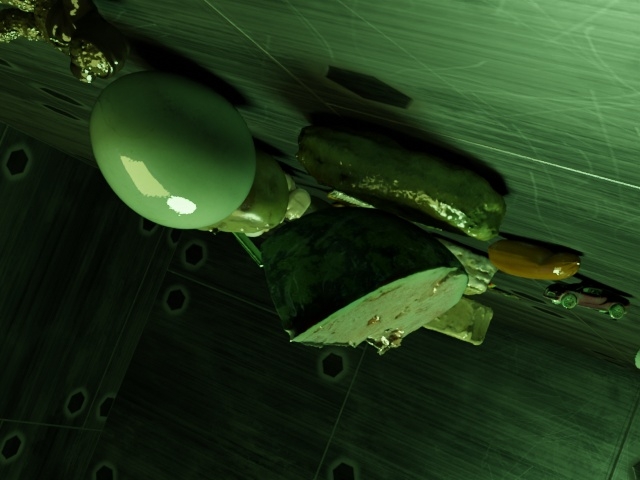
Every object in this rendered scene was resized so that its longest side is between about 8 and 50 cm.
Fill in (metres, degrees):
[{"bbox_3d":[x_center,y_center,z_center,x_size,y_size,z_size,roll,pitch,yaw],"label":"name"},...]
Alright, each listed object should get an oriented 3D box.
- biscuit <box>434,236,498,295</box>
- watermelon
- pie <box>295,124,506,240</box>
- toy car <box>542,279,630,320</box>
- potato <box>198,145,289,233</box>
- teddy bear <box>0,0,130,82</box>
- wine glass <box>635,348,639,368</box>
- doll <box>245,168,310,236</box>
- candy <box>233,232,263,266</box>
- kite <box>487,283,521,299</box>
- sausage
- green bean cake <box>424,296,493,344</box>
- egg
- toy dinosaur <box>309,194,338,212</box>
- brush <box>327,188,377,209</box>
[{"bbox_3d":[0.254,0.061,2.024,0.144,0.078,0.426,20,176,3],"label":"biscuit"},{"bbox_3d":[0.045,0.048,1.196,0.224,0.180,0.305,7,178,27],"label":"watermelon"},{"bbox_3d":[0.102,-0.069,1.212,0.277,0.078,0.277,20,-179,0],"label":"pie"},{"bbox_3d":[0.440,0.093,1.661,0.142,0.055,0.069,12,-175,-6],"label":"toy car"},{"bbox_3d":[-0.173,-0.092,1.621,0.262,0.165,0.165,15,174,19],"label":"potato"},{"bbox_3d":[-0.263,-0.223,1.036,0.160,0.078,0.119,27,143,11],"label":"teddy bear"},{"bbox_3d":[0.774,0.277,2.166,0.079,0.079,0.195,24,174,-28],"label":"wine glass"},{"bbox_3d":[-0.114,-0.083,1.812,0.154,0.119,0.278,37,166,-13],"label":"doll"},{"bbox_3d":[-0.184,-0.067,1.735,0.093,0.092,0.335,-17,-128,-37],"label":"candy"},{"bbox_3d":[0.390,0.107,2.396,0.190,0.010,0.159,21,175,-14],"label":"kite"},{"bbox_3d":[0.316,0.031,1.492,0.062,0.054,0.183,-11,-166,-36],"label":"sausage"},{"bbox_3d":[0.245,0.144,2.019,0.179,0.085,0.109,17,177,31],"label":"green bean cake"},{"bbox_3d":[-0.184,-0.115,1.252,0.183,0.183,0.264,19,169,28],"label":"egg"},{"bbox_3d":[0.000,0.000,1.830,0.179,0.187,0.087,-8,165,19],"label":"toy dinosaur"},{"bbox_3d":[0.053,-0.064,1.883,0.103,0.013,0.272,22,177,-6],"label":"brush"}]
